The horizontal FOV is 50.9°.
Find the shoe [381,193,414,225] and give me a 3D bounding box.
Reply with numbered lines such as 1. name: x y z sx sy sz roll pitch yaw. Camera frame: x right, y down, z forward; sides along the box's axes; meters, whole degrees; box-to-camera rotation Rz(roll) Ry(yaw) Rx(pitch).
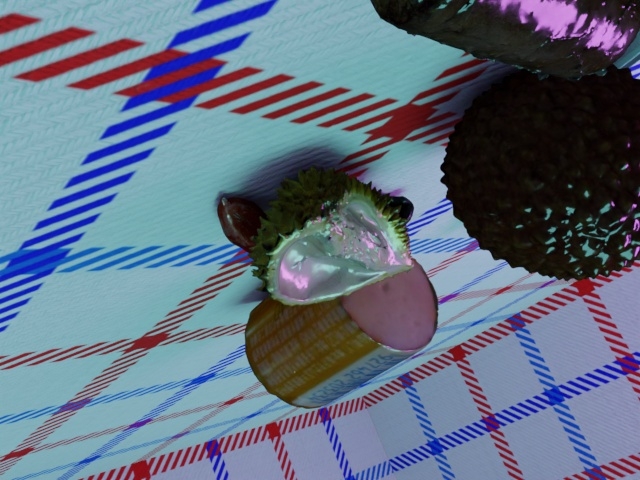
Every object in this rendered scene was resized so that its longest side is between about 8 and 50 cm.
1. shoe: 0.077 -0.033 0.996 0.169 0.071 0.099 -15 157 -33

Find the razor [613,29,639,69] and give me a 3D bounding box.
1. razor: 0.399 -0.237 0.860 0.111 0.056 0.278 0 157 -45

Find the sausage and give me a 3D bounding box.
1. sausage: 0.032 0.141 1.159 0.233 0.233 0.287 -6 154 -40

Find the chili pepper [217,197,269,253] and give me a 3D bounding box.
1. chili pepper: -0.090 -0.012 0.882 0.059 0.050 0.191 -38 149 1

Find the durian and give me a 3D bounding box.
1. durian: 0.000 -0.012 0.855 0.183 0.138 0.249 -32 156 24

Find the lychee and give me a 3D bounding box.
1. lychee: 0.289 -0.080 0.811 0.275 0.276 0.304 -28 -155 12

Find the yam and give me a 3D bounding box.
1. yam: 0.156 -0.205 0.548 0.279 0.131 0.131 -3 152 -44
